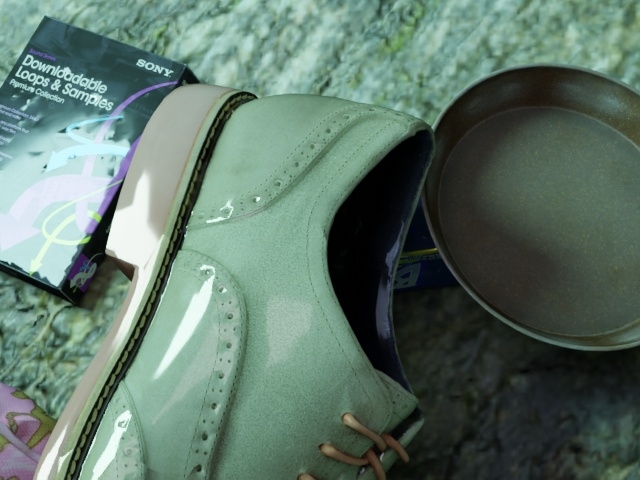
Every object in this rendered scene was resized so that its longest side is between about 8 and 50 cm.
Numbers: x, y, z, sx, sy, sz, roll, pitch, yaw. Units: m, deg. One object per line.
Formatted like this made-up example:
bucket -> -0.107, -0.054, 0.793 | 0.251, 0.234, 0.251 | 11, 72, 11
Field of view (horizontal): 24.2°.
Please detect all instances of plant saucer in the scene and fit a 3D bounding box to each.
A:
plant saucer -> 0.131, -0.016, 0.792 | 0.168, 0.029, 0.168 | 5, 63, -10

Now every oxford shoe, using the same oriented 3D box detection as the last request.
oxford shoe -> -0.034, 0.103, 0.690 | 0.146, 0.140, 0.397 | 1, 70, 22

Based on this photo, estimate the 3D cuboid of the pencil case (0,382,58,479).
pencil case -> -0.256, 0.240, 0.744 | 0.160, 0.167, 0.386 | 26, 75, 47

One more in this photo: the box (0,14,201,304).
box -> -0.162, -0.054, 0.924 | 0.116, 0.029, 0.162 | 21, 73, 23

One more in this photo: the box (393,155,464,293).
box -> 0.000, 0.000, 0.839 | 0.169, 0.054, 0.059 | -8, 65, 13
